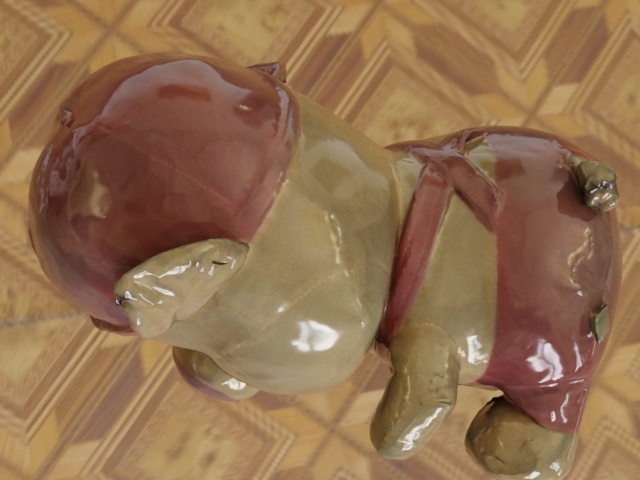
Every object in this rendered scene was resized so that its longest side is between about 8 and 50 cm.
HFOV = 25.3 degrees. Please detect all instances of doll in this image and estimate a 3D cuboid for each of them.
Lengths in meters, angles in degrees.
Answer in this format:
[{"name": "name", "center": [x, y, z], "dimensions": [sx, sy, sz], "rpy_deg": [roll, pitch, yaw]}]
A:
[{"name": "doll", "center": [-0.001, 0.004, 0.619], "dimensions": [0.256, 0.196, 0.152], "rpy_deg": [15, 89, -18]}]
